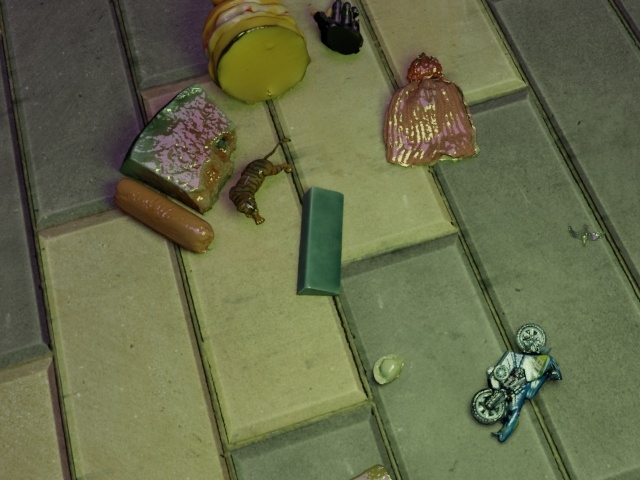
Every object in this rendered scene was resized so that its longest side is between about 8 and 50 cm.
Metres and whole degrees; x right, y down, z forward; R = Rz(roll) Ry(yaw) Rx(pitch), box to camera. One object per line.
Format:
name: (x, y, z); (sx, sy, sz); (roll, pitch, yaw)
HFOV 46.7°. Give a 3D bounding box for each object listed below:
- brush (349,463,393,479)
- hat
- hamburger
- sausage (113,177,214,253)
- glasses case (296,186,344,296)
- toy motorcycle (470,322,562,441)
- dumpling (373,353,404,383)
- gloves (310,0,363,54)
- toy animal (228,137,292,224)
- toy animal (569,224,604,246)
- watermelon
brush: (0.123, 0.570, 1.507); (0.123, 0.059, 0.197); (-29, 66, -7)
hat: (0.272, -0.331, 1.887); (0.236, 0.107, 0.286); (-7, 89, -1)
hamburger: (-0.181, -0.517, 1.925); (0.276, 0.276, 0.237); (-23, 58, -7)
sausage: (-0.384, -0.061, 1.813); (0.289, 0.086, 0.086); (28, 70, 15)
glasses case: (0.000, 0.000, 1.780); (0.105, 0.056, 0.266); (1, 65, 4)
toy motorcycle: (0.430, 0.306, 1.598); (0.135, 0.092, 0.254); (36, 81, 8)
dumpling: (0.149, 0.282, 1.650); (0.059, 0.043, 0.077); (29, 85, 33)
gloves: (0.044, -0.586, 2.040); (0.129, 0.106, 0.181); (-9, 37, -2)
toy animal: (-0.151, -0.164, 1.832); (0.114, 0.116, 0.255); (22, 68, 11)
toy animal: (0.630, -0.011, 1.764); (0.084, 0.028, 0.050); (12, 58, 10)
watermelon: (-0.349, -0.248, 1.862); (0.302, 0.151, 0.264); (29, 69, 16)
